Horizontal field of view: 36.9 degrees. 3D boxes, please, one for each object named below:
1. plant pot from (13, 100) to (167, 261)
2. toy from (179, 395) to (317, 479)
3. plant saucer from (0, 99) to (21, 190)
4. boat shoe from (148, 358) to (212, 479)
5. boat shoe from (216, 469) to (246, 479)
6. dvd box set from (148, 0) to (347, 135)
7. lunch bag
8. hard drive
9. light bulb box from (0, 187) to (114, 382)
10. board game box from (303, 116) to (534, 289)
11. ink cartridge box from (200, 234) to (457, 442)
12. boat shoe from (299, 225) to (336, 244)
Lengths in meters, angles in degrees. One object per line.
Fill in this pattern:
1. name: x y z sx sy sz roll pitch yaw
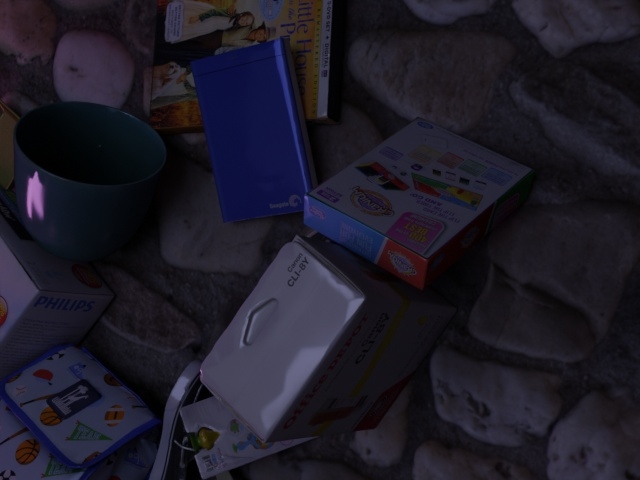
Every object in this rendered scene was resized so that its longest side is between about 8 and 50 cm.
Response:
1. plant pot: -0.474 -0.101 1.917 0.293 0.293 0.235 40 129 26
2. toy: -0.127 0.336 1.773 0.237 0.056 0.137 -18 76 -10
3. plant saucer: -0.728 -0.207 2.196 0.188 0.045 0.188 39 102 27
4. boat shoe: -0.244 0.381 1.823 0.105 0.113 0.306 20 96 22
5. boat shoe: -0.155 0.469 1.804 0.133 0.042 0.049 54 133 24
6. dvd box set: -0.149 -0.371 1.902 0.420 0.062 0.307 1 84 28
7. lunch bag: -0.516 0.426 1.885 0.328 0.239 0.385 33 81 34
8. hard drive: -0.124 -0.203 1.820 0.210 0.040 0.318 -8 97 29
9. light bulb box: -0.697 0.127 2.033 0.358 0.225 0.361 45 105 26
10. board game box: 0.163 -0.073 1.569 0.242 0.316 0.064 30 137 28
11. ink cartridge box: 0.025 0.166 1.552 0.160 0.385 0.279 40 102 27
12. boat shoe: 0.000 0.000 1.786 0.065 0.075 0.206 40 99 -18
